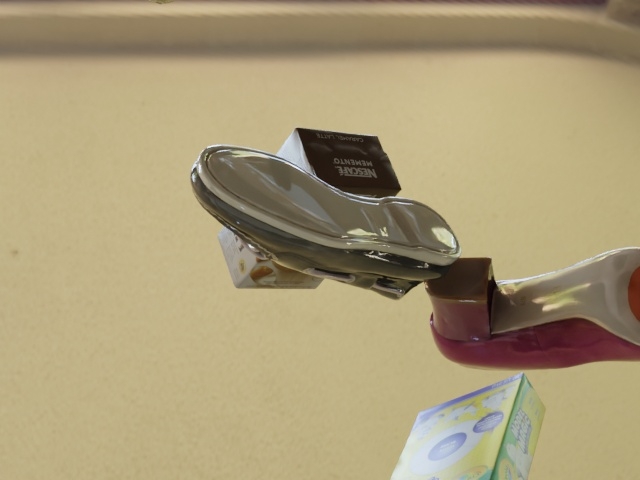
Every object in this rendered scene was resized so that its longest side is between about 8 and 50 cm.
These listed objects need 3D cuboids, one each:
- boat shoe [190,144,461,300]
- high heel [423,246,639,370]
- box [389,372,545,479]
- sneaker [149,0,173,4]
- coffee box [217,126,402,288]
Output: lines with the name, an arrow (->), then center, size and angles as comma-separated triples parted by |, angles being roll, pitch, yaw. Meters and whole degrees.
boat shoe -> 0.000, 0.000, 1.117 | 0.335, 0.095, 0.112 | 14, -142, -43
high heel -> 0.307, 0.098, 1.334 | 0.377, 0.181, 0.127 | 9, -121, 23
box -> 0.104, 0.175, 0.894 | 0.043, 0.105, 0.179 | 57, -152, -14
sneaker -> -0.076, -0.298, 1.253 | 0.162, 0.281, 0.106 | 33, -121, -15
coffee box -> -0.020, -0.038, 1.641 | 0.141, 0.246, 0.098 | 1, -126, -34
